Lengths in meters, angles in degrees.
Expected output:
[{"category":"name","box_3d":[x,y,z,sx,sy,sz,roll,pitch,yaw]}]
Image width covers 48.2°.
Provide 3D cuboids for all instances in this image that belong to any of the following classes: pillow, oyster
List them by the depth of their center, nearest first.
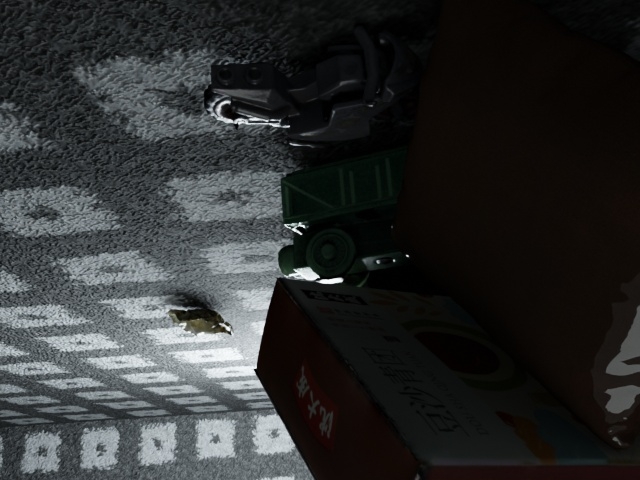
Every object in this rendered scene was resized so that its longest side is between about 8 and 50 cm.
[{"category":"pillow","box_3d":[0.173,-0.025,0.565,0.108,0.305,0.307,-24,141,-28]},{"category":"oyster","box_3d":[-0.233,0.164,1.456,0.103,0.051,0.148,-3,152,29]}]

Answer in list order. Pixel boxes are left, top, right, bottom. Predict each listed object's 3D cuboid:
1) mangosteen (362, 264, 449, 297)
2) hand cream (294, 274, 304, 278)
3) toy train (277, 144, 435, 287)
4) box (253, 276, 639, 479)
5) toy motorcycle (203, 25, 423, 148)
[{"category":"mangosteen","box_3d":[0.146,0.073,0.989,0.212,0.249,0.211,16,168,3]},{"category":"hand cream","box_3d":[0.000,0.000,1.077,0.076,0.047,0.174,6,149,-22]},{"category":"toy train","box_3d":[0.076,-0.022,0.860,0.270,0.154,0.115,-11,156,20]},{"category":"box","box_3d":[0.169,0.174,0.734,0.386,0.122,0.344,8,-164,-24]},{"category":"toy motorcycle","box_3d":[0.002,-0.136,0.651,0.216,0.080,0.122,-2,162,-7]}]
